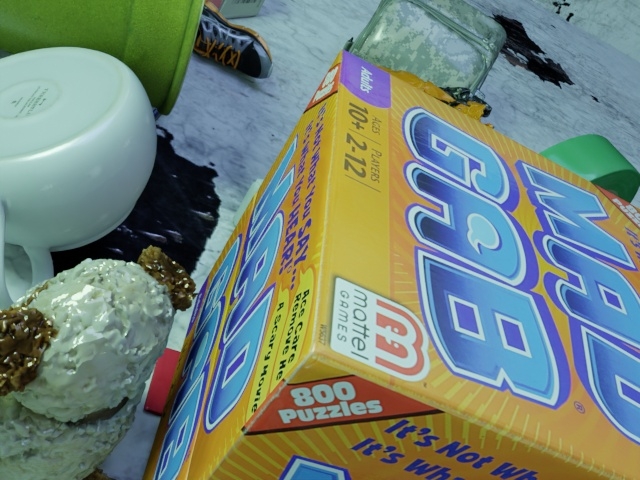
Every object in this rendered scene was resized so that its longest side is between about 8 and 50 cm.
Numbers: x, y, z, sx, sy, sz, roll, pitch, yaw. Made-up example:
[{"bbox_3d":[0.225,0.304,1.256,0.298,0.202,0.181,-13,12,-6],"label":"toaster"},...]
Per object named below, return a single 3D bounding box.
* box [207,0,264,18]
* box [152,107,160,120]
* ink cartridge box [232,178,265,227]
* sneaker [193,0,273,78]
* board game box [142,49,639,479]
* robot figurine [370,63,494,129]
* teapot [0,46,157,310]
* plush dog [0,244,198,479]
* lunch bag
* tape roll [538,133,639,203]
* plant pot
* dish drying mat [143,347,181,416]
[{"bbox_3d":[-0.222,-0.573,1.402,0.232,0.127,0.148,44,36,12],"label":"box"},{"bbox_3d":[-0.336,-0.235,0.990,0.225,0.036,0.136,37,35,-12],"label":"box"},{"bbox_3d":[0.000,0.000,0.974,0.208,0.087,0.153,3,47,-39],"label":"ink cartridge box"},{"bbox_3d":[-0.181,-0.353,1.241,0.214,0.084,0.083,34,49,4],"label":"sneaker"},{"bbox_3d":[0.078,0.129,0.610,0.356,0.356,0.356,24,37,-14],"label":"board game box"},{"bbox_3d":[0.191,-0.250,1.340,0.290,0.085,0.211,22,44,9],"label":"robot figurine"},{"bbox_3d":[-0.289,-0.074,0.756,0.256,0.187,0.252,-33,50,-25],"label":"teapot"},{"bbox_3d":[-0.208,0.108,0.566,0.210,0.225,0.262,44,37,12],"label":"plush dog"},{"bbox_3d":[0.224,-0.396,1.510,0.305,0.212,0.256,34,58,-1],"label":"lunch bag"},{"bbox_3d":[0.338,-0.023,1.075,0.321,0.321,0.077,-5,52,-42],"label":"tape roll"},{"bbox_3d":[-0.330,-0.370,0.835,0.352,0.367,0.367,9,43,-21],"label":"plant pot"},{"bbox_3d":[-0.165,0.151,0.739,0.032,0.008,0.083,23,39,-16],"label":"dish drying mat"}]
